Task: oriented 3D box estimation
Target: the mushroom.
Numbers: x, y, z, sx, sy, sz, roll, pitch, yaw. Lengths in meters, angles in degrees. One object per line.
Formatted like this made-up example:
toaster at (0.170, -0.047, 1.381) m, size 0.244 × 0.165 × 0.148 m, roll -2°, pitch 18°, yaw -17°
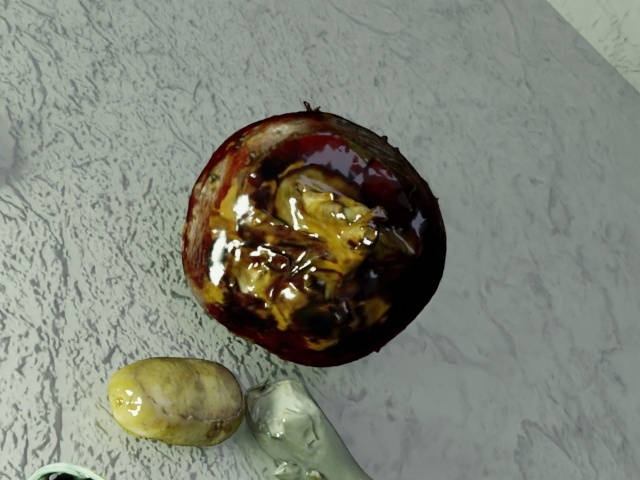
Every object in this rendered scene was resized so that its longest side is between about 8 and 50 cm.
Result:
mushroom at (0.015, 0.270, 1.476) m, size 0.278 × 0.096 × 0.099 m, roll 47°, pitch 34°, yaw -6°

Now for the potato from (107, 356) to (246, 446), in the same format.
potato at (-0.157, 0.180, 1.390) m, size 0.170 × 0.080 × 0.107 m, roll 7°, pitch 43°, yaw -46°

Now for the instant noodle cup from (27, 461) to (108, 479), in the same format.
instant noodle cup at (-0.261, 0.331, 1.040) m, size 0.215 × 0.215 × 0.236 m, roll 52°, pitch 43°, yaw 7°

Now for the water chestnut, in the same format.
water chestnut at (0.000, 0.000, 1.531) m, size 0.335 × 0.335 × 0.347 m, roll 37°, pitch 0°, yaw -15°
